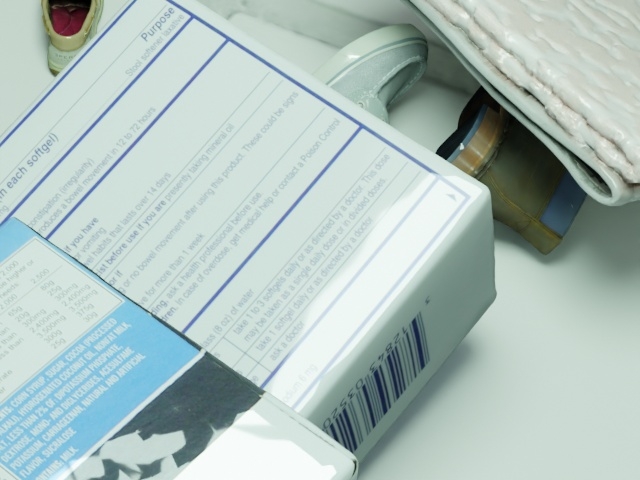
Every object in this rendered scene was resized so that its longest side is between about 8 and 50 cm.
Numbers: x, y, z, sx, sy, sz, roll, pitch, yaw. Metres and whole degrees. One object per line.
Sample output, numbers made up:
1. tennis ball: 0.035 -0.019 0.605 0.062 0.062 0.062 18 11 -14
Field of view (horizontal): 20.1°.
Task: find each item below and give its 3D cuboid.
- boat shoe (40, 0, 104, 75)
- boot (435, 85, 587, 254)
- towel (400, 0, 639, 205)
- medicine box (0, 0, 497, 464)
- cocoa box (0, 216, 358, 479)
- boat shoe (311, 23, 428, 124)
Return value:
1. boat shoe: -0.196 -0.191 1.428 0.050 0.045 0.135 -4 52 -8
2. boot: 0.161 -0.077 1.366 0.106 0.082 0.219 41 44 -6
3. towel: 0.205 -0.148 1.341 0.317 0.053 0.332 -7 47 -47
4. medicine box: -0.077 0.021 1.166 0.289 0.149 0.263 34 73 21
5. cocoa box: -0.143 0.209 0.924 0.228 0.347 0.231 34 58 21
6. boat shoe: 0.008 -0.074 1.338 0.227 0.079 0.081 -38 69 -22
